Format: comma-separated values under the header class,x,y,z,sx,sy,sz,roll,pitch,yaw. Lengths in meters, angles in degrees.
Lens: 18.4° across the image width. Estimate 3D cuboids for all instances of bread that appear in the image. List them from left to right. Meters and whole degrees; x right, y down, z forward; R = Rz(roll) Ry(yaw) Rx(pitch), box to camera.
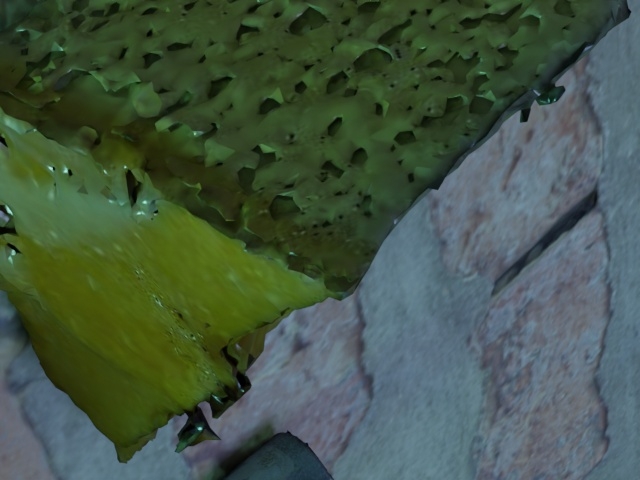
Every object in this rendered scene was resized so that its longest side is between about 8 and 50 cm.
class,x,y,z,sx,sy,sz,roll,pitch,yaw
bread,0.000,0.000,0.934,0.248,0.279,0.315,-47,139,-22

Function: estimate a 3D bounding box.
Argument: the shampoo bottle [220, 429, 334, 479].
class,x,y,z,sx,sy,sz,roll,pitch,yaw
shampoo bottle,-0.082,0.208,1.232,0.214,0.072,0.072,-39,148,-23
